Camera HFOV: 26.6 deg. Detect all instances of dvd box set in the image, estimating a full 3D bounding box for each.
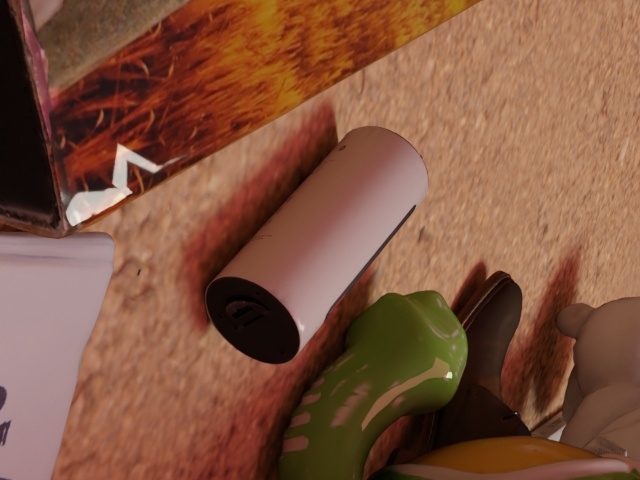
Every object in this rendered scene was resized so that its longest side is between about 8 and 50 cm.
[{"bbox_3d":[0.023,-0.224,0.455,0.420,0.062,0.308,-34,128,-41],"label":"dvd box set"}]

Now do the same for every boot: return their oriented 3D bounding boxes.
[{"bbox_3d":[0.124,0.131,0.957,0.219,0.106,0.082,-64,154,-16],"label":"boot"}]

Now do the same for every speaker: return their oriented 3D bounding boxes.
[{"bbox_3d":[0.000,0.000,0.677,0.136,0.055,0.055,-49,147,-41],"label":"speaker"}]

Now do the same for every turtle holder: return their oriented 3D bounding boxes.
[{"bbox_3d":[0.095,0.214,0.796,0.227,0.320,0.243,-29,150,-28],"label":"turtle holder"}]

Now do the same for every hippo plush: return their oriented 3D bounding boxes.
[{"bbox_3d":[0.239,0.162,1.167,0.294,0.234,0.237,79,12,-47],"label":"hippo plush"}]

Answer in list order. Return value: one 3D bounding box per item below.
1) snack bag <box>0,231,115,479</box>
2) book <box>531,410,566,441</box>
[{"bbox_3d":[-0.182,0.147,0.421,0.323,0.037,0.343,8,98,-64],"label":"snack bag"},{"bbox_3d":[0.231,0.216,1.330,0.144,0.035,0.096,-17,117,-59],"label":"book"}]
